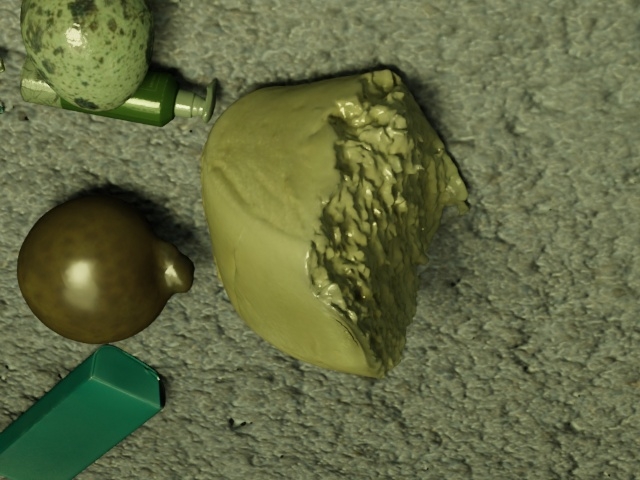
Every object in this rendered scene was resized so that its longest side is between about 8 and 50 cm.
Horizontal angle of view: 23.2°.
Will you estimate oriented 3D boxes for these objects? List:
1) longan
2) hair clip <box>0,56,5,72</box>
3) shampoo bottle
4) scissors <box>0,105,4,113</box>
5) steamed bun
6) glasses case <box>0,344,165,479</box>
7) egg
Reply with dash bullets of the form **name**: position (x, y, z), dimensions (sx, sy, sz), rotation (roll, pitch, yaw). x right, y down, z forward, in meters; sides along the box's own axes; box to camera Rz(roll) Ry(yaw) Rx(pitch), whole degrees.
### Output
- **longan**: position (-0.249, 0.034, 1.805), dimensions (0.205, 0.159, 0.184), rotation (4, 129, 0)
- **hair clip**: position (-0.422, -0.188, 1.695), dimensions (0.173, 0.049, 0.049), rotation (-7, 134, 13)
- **shampoo bottle**: position (-0.213, -0.161, 1.663), dimensions (0.205, 0.065, 0.065), rotation (11, 137, 3)
- **scissors**: position (-0.397, -0.155, 1.707), dimensions (0.058, 0.014, 0.119), rotation (-7, 165, 19)
- **steamed bun**: position (0.000, 0.000, 1.640), dimensions (0.274, 0.272, 0.290), rotation (-3, 131, 16)
- **glasses case**: position (-0.336, 0.246, 2.119), dimensions (0.117, 0.070, 0.301), rotation (29, 133, -26)
- **egg**: position (-0.231, -0.206, 1.563), dimensions (0.132, 0.132, 0.172), rotation (0, 128, 12)
